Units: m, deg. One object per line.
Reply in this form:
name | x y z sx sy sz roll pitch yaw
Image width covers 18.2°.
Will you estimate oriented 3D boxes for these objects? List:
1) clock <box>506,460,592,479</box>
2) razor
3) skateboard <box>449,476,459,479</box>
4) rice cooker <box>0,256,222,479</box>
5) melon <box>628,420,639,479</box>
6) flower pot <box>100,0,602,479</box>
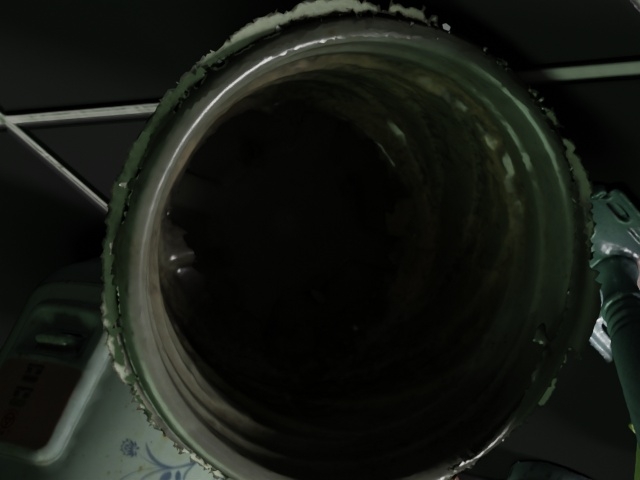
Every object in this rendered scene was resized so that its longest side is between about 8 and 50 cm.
clock | 0.165 0.177 1.354 0.085 0.017 0.085 21 157 10
razor | 0.156 0.087 0.930 0.068 0.232 0.106 -31 129 21
skateboard | 0.127 0.198 1.429 0.064 0.032 0.083 -8 139 36
rice cooker | -0.125 0.175 1.287 0.317 0.316 0.264 8 152 36
melon | 0.226 0.121 1.121 0.118 0.064 0.209 22 159 6
flower pot | 0.000 0.000 0.939 0.235 0.235 0.140 34 180 -20
